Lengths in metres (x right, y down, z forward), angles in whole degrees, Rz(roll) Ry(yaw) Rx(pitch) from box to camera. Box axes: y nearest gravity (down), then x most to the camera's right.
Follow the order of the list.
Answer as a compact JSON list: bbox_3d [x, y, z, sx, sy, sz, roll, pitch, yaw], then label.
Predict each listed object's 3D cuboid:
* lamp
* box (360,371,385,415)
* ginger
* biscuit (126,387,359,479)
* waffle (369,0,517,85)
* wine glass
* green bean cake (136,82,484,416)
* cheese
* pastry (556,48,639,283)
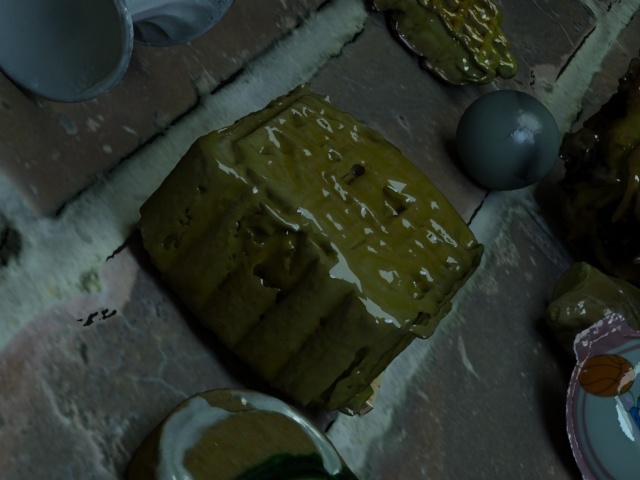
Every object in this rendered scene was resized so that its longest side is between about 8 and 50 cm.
[{"bbox_3d":[0.189,-0.101,1.878,0.105,0.105,0.105,36,31,-25],"label":"lamp"},{"bbox_3d":[0.011,0.091,1.473,0.093,0.015,0.058,43,27,-12],"label":"box"},{"bbox_3d":[0.323,0.104,1.855,0.294,0.086,0.131,26,24,-46],"label":"ginger"},{"bbox_3d":[-0.006,0.249,1.210,0.344,0.057,0.287,56,28,12],"label":"biscuit"},{"bbox_3d":[0.093,-0.289,2.016,0.283,0.065,0.309,17,39,-50],"label":"waffle"},{"bbox_3d":[-0.166,-0.199,1.436,0.165,0.165,0.196,47,36,-6],"label":"wine glass"},{"bbox_3d":[0.000,0.000,1.424,0.224,0.131,0.229,43,30,5],"label":"green bean cake"},{"bbox_3d":[0.313,0.203,1.695,0.189,0.074,0.286,-24,87,-33],"label":"cheese"},{"bbox_3d":[0.462,-0.060,1.956,0.405,0.337,0.292,29,18,-35],"label":"pastry"}]
